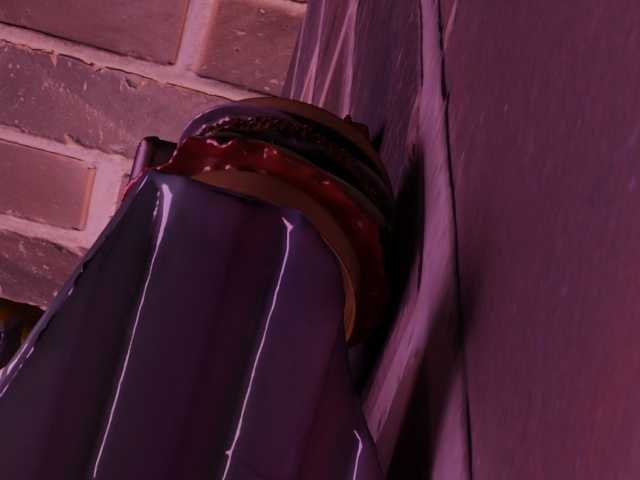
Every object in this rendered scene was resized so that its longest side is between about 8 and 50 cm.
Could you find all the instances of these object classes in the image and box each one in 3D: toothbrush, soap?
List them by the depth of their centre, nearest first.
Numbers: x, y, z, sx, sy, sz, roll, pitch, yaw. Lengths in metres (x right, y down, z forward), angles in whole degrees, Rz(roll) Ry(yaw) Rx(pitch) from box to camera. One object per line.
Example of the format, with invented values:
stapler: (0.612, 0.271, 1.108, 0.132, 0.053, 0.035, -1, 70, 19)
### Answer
toothbrush: (-0.158, 0.075, 0.564, 0.194, 0.014, 0.017, -86, 14, -71)
soap: (-0.069, 0.137, 0.565, 0.109, 0.193, 0.324, -158, 83, -84)

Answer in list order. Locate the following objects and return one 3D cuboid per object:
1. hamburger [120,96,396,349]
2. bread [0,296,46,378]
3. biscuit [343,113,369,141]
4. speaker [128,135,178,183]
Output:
hamburger: (-0.032, -0.011, 0.767, 0.137, 0.175, 0.175, -72, 2, -48)
bread: (-0.094, 0.192, 0.824, 0.245, 0.362, 0.233, 17, 88, 45)
biscuit: (0.000, 0.000, 1.067, 0.254, 0.029, 0.172, 139, 145, -81)
speaker: (-0.108, 0.045, 1.107, 0.192, 0.153, 0.231, 145, 138, -83)
